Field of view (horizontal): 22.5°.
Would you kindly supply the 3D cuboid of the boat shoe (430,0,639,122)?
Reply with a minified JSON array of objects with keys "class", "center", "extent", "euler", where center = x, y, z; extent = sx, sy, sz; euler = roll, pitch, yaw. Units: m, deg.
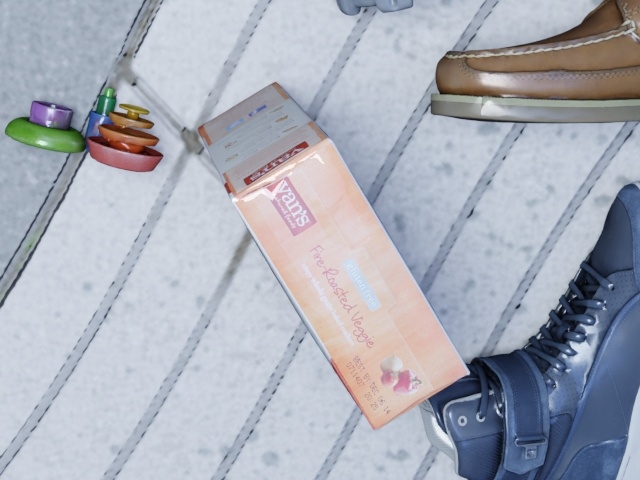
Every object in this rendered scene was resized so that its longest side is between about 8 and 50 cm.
[{"class":"boat shoe","center":[0.213,-0.131,1.035],"extent":[0.307,0.111,0.104],"euler":[-5,100,-18]}]

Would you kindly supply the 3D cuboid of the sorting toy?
[{"class":"sorting toy","center":[-0.144,-0.074,1.007],"extent":[0.102,0.061,0.042],"euler":[15,100,7]}]

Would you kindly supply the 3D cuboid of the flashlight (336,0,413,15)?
[{"class":"flashlight","center":[0.020,-0.292,0.962],"extent":[0.103,0.103,0.304],"euler":[-17,106,-2]}]

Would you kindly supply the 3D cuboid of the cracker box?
[{"class":"cracker box","center":[0.000,0.000,0.957],"extent":[0.067,0.232,0.155],"euler":[-31,105,-1]}]

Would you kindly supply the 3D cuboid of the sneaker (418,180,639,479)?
[{"class":"sneaker","center":[0.149,0.068,1.072],"extent":[0.163,0.086,0.226],"euler":[4,103,-13]}]
